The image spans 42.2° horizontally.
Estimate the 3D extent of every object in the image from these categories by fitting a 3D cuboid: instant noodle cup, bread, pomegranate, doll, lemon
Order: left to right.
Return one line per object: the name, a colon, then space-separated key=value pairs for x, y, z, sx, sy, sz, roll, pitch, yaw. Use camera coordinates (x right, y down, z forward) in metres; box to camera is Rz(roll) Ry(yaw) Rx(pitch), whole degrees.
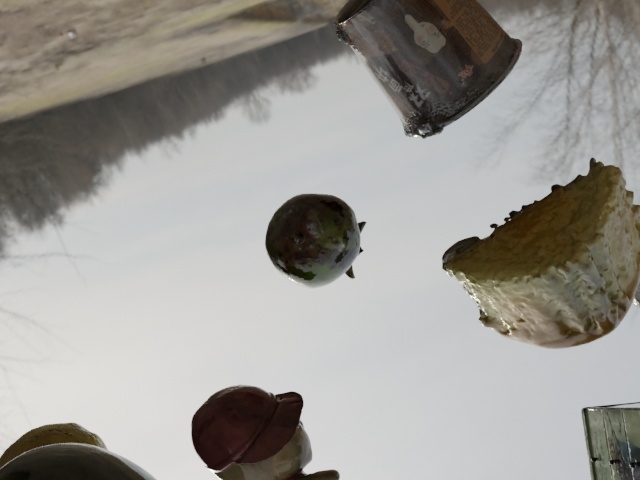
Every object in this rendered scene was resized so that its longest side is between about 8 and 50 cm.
lemon: x=-0.445 y=0.411 z=1.392 sx=0.204 sy=0.204 sz=0.260 roll=-27 pitch=167 yaw=-31
doll: x=-0.069 y=0.315 z=1.154 sx=0.196 sy=0.255 sz=0.152 roll=-31 pitch=179 yaw=19
pomegranate: x=0.004 y=0.001 z=1.222 sx=0.169 sy=0.148 sz=0.148 roll=2 pitch=174 yaw=-45
instant noodle cup: x=0.147 y=-0.293 z=1.202 sx=0.217 sy=0.207 sz=0.217 roll=-37 pitch=-161 yaw=16
bread: x=0.319 y=0.044 z=1.078 sx=0.262 sy=0.204 sz=0.162 roll=-35 pitch=-143 yaw=10

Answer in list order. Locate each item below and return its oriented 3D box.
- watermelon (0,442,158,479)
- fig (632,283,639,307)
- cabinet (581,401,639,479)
watermelon: x=-0.315 y=0.439 z=1.135 sx=0.279 sy=0.359 sz=0.279 roll=-49 pitch=164 yaw=-19
fig: x=0.720 y=0.086 z=1.732 sx=0.166 sy=0.154 sz=0.144 roll=37 pitch=-161 yaw=23
cabinet: x=0.465 y=0.289 z=1.102 sx=0.150 sy=0.145 sz=0.206 roll=-4 pitch=169 yaw=-7
